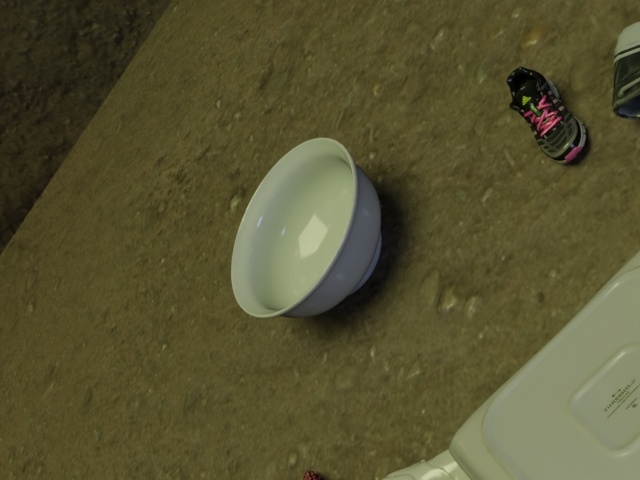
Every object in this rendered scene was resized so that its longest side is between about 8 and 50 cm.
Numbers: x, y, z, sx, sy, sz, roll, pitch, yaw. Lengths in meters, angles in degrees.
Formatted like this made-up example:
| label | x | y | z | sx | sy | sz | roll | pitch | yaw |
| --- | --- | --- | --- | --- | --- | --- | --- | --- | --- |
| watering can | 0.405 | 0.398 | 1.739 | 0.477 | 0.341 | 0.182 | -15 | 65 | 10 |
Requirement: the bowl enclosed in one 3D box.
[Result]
| label | x | y | z | sx | sy | sz | roll | pitch | yaw |
| --- | --- | --- | --- | --- | --- | --- | --- | --- | --- |
| bowl | 0.000 | 0.000 | 1.467 | 0.298 | 0.134 | 0.298 | -32 | 45 | 40 |

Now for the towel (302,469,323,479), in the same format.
| label | x | y | z | sx | sy | sz | roll | pitch | yaw |
| --- | --- | --- | --- | --- | --- | --- | --- | --- | --- |
| towel | -0.028 | 0.416 | 1.223 | 0.275 | 0.031 | 0.199 | 162 | 130 | -83 |

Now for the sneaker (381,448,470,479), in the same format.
| label | x | y | z | sx | sy | sz | roll | pitch | yaw |
| --- | --- | --- | --- | --- | --- | --- | --- | --- | --- |
| sneaker | 0.165 | 0.271 | 1.127 | 0.212 | 0.080 | 0.094 | -19 | 42 | 39 |

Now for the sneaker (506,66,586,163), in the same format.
| label | x | y | z | sx | sy | sz | roll | pitch | yaw |
| --- | --- | --- | --- | --- | --- | --- | --- | --- | --- |
| sneaker | 0.287 | -0.168 | 1.236 | 0.063 | 0.074 | 0.170 | -44 | 39 | 28 |

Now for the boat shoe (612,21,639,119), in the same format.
| label | x | y | z | sx | sy | sz | roll | pitch | yaw |
| --- | --- | --- | --- | --- | --- | --- | --- | --- | --- |
| boat shoe | 0.451 | -0.193 | 1.011 | 0.335 | 0.121 | 0.119 | -8 | 69 | 64 |

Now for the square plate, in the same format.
| label | x | y | z | sx | sy | sz | roll | pitch | yaw |
| --- | --- | --- | --- | --- | --- | --- | --- | --- | --- |
| square plate | 0.304 | 0.159 | 0.902 | 0.347 | 0.049 | 0.344 | -45 | 25 | 2 |
